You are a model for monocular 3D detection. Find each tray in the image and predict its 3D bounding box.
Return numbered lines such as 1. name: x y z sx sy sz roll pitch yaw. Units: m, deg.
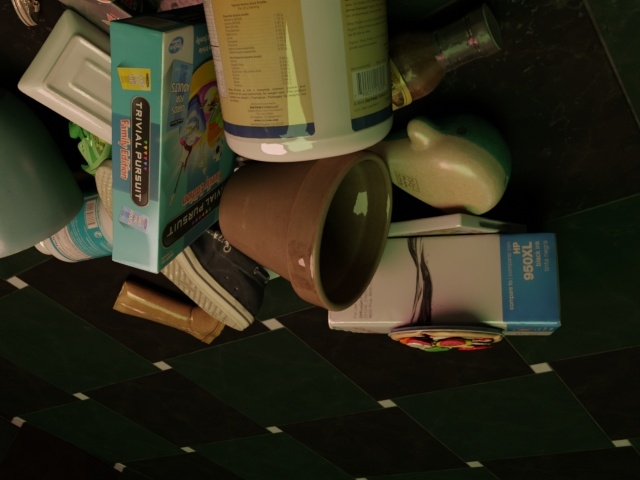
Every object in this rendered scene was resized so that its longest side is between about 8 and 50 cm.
1. tray: -0.318 -0.226 0.995 0.270 0.030 0.145 32 93 -34

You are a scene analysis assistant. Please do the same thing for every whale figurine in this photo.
1. whale figurine: 0.188 -0.147 1.047 0.272 0.141 0.216 19 157 30

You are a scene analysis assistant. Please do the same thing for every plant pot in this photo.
1. plant pot: -0.037 -0.034 1.025 0.229 0.263 0.263 13 144 27
2. plant pot: -0.615 -0.137 1.125 0.293 0.293 0.235 0 124 14

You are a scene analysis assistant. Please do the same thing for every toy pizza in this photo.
1. toy pizza: 0.220 0.175 1.092 0.201 0.032 0.201 1 167 0

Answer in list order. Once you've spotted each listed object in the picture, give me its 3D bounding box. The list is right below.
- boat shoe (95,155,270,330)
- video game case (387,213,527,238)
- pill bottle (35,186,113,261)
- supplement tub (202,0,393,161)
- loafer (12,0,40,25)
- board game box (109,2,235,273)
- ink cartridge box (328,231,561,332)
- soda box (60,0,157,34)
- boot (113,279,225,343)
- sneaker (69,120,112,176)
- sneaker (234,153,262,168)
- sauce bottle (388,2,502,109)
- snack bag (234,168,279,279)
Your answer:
1. boat shoe: -0.251 -0.004 1.222 0.187 0.156 0.500 18 154 38
2. video game case: 0.222 -0.015 1.134 0.206 0.026 0.227 6 171 -42
3. pill bottle: -0.483 -0.035 1.309 0.264 0.146 0.146 -10 136 25
4. supplement tub: -0.029 -0.278 0.779 0.228 0.228 0.316 0 114 14
5. loafer: -0.456 -0.390 0.958 0.039 0.045 0.125 0 137 3
6. board game box: -0.203 -0.159 0.915 0.079 0.254 0.336 15 119 11
7. ink cartridge box: 0.239 0.094 1.191 0.395 0.166 0.285 -2 168 16
8. soda box: -0.339 -0.371 0.942 0.169 0.053 0.060 31 137 -23
9. boot: -0.374 0.165 1.571 0.270 0.089 0.236 25 139 -14
10. sneaker: -0.389 -0.207 1.105 0.124 0.109 0.295 20 135 -3
11. sneaker: -0.191 -0.166 1.133 0.272 0.100 0.108 0 152 21
12. sauce bottle: 0.096 -0.251 0.937 0.344 0.111 0.111 -20 132 32
13. snack bag: -0.125 -0.048 1.293 0.323 0.037 0.342 -20 131 33
